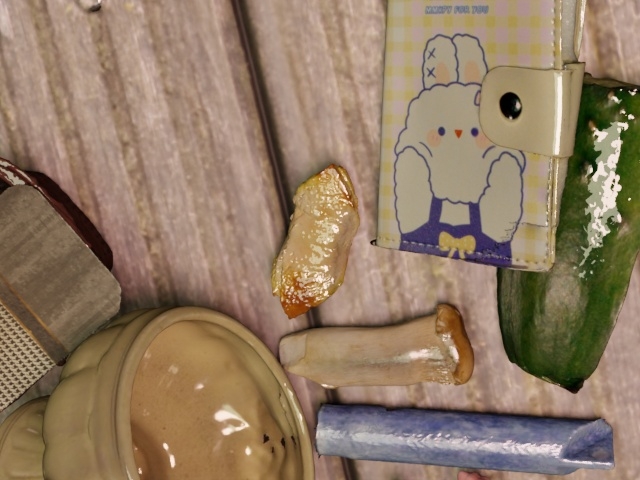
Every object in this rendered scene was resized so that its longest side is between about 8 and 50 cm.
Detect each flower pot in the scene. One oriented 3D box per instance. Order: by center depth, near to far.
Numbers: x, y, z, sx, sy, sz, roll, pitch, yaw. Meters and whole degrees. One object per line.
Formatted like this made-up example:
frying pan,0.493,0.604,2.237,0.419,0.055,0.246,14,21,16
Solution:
flower pot,-0.177,0.231,1.120,0.244,0.307,0.307,-22,96,33

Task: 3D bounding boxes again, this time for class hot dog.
hot dog,-0.001,-0.001,1.144,0.078,0.061,0.168,21,105,6

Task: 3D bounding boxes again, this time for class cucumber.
cucumber,0.244,-0.001,1.077,0.145,0.105,0.325,14,106,8

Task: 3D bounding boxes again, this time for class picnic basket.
picnic basket,-0.349,0.053,1.190,0.297,0.129,0.222,-41,92,16

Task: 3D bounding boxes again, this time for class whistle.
whistle,0.147,0.208,1.155,0.304,0.062,0.062,2,101,11

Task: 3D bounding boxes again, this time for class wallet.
wallet,0.143,-0.132,1.048,0.223,0.077,0.309,11,105,40

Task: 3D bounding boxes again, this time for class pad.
pad,-0.385,0.018,1.092,0.250,0.055,0.323,-40,112,15

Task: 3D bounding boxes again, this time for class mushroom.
mushroom,0.054,0.114,1.155,0.209,0.071,0.084,-6,94,16

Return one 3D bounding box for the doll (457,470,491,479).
doll,0.112,0.357,1.172,0.211,0.093,0.262,37,108,9
